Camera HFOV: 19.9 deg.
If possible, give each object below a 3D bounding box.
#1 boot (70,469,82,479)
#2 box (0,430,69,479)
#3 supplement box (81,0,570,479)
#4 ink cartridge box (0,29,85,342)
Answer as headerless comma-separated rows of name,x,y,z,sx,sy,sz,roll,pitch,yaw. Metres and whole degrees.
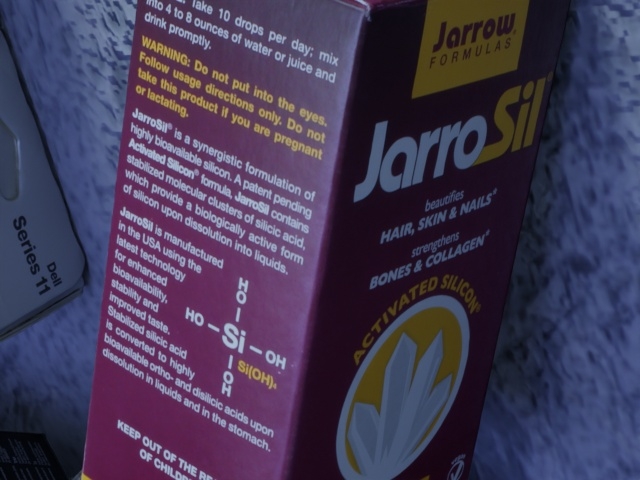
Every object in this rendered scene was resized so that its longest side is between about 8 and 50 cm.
boot,0.024,0.122,0.626,0.263,0.091,0.229,-31,64,18
box,-0.151,0.181,0.797,0.180,0.078,0.147,-140,59,-64
supplement box,0.000,0.000,0.540,0.081,0.104,0.188,26,119,33
ink cartridge box,-0.216,-0.034,0.805,0.208,0.087,0.153,4,119,46
